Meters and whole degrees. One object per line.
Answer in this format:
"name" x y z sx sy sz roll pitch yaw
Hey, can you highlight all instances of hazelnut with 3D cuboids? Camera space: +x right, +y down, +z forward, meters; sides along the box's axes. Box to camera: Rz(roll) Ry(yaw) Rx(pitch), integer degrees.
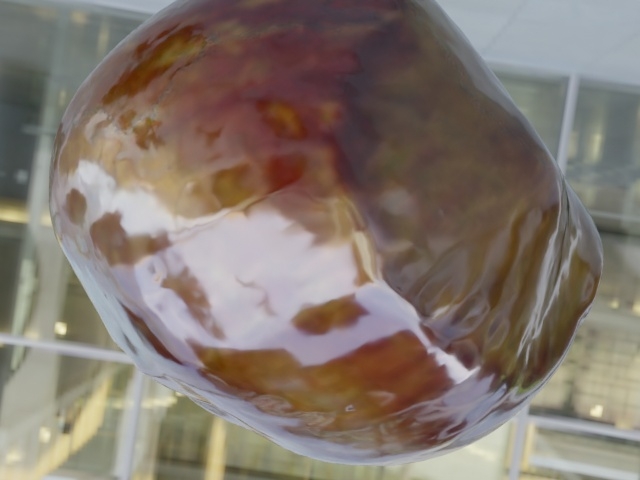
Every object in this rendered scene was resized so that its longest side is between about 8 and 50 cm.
"hazelnut" 0.000 0.000 0.568 0.234 0.218 0.218 53 165 -18
